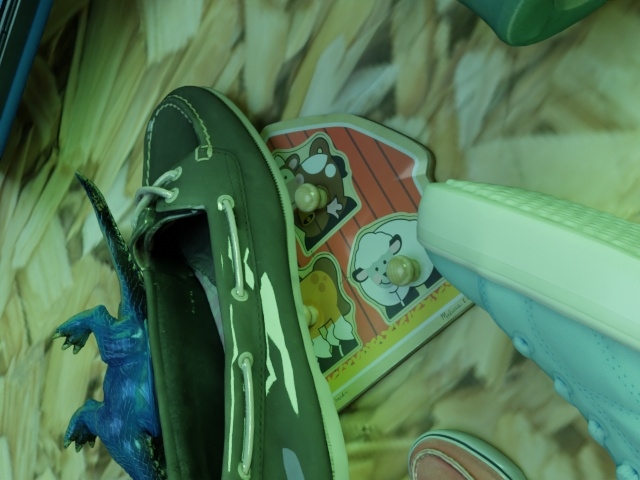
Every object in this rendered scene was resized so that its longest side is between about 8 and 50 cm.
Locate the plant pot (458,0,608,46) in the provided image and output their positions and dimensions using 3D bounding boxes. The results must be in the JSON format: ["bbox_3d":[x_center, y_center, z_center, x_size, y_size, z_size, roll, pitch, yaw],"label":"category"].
[{"bbox_3d":[0.077,-0.240,0.415,0.271,0.271,0.255,-44,79,30],"label":"plant pot"}]

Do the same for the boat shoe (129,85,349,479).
[{"bbox_3d":[-0.074,0.032,0.593,0.112,0.095,0.335,-41,59,41],"label":"boat shoe"}]

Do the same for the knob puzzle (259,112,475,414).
[{"bbox_3d":[0.000,0.000,0.608,0.213,0.030,0.213,0,90,40],"label":"knob puzzle"}]

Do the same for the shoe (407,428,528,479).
[{"bbox_3d":[0.094,0.180,0.495,0.178,0.081,0.063,51,120,27],"label":"shoe"}]

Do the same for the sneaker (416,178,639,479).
[{"bbox_3d":[0.170,0.095,0.401,0.366,0.135,0.150,34,107,36],"label":"sneaker"}]

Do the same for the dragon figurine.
[{"bbox_3d":[-0.119,0.095,0.669,0.144,0.085,0.289,3,92,39],"label":"dragon figurine"}]

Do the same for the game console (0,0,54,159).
[{"bbox_3d":[-0.323,-0.195,0.773,0.293,0.173,0.250,-65,21,20],"label":"game console"}]
